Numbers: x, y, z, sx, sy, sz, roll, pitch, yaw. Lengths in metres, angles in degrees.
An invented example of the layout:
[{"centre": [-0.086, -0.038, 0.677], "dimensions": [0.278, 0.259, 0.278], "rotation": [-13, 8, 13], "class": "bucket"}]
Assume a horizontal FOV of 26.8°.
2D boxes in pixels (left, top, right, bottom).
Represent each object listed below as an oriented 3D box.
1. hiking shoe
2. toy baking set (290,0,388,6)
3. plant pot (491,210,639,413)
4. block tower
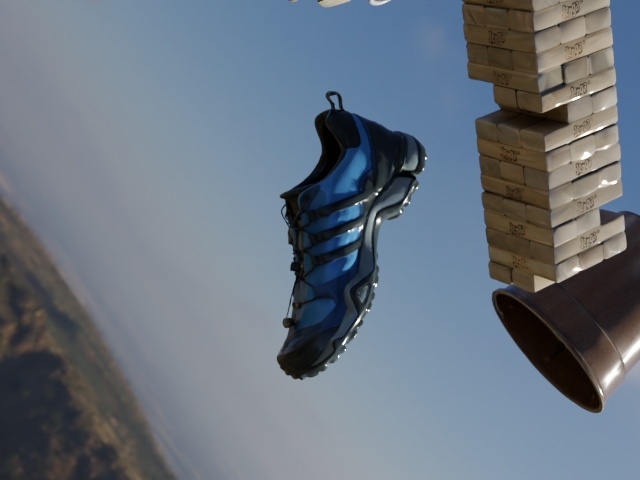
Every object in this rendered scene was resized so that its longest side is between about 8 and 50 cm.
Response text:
[{"centre": [0.000, 0.000, 1.466], "dimensions": [0.132, 0.304, 0.113], "rotation": [27, -17, -19], "class": "hiking shoe"}, {"centre": [0.065, -0.266, 1.345], "dimensions": [0.256, 0.197, 0.030], "rotation": [-16, -94, 41], "class": "toy baking set"}, {"centre": [0.296, 0.066, 1.412], "dimensions": [0.167, 0.165, 0.167], "rotation": [49, -9, 11], "class": "plant pot"}, {"centre": [0.189, -0.126, 1.145], "dimensions": [0.091, 0.097, 0.335], "rotation": [20, -54, 52], "class": "block tower"}]
